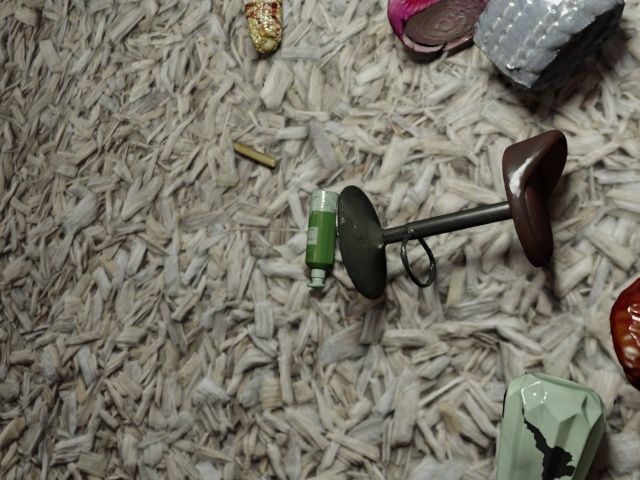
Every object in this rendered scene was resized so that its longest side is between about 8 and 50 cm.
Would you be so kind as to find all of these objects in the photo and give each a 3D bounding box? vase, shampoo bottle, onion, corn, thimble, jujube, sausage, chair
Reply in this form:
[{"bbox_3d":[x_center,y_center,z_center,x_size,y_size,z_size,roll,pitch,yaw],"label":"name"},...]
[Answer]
[{"bbox_3d":[0.347,0.403,1.110,0.165,0.165,0.360,15,91,30],"label":"vase"},{"bbox_3d":[0.000,0.000,1.430,0.065,0.065,0.204,0,80,29],"label":"shampoo bottle"},{"bbox_3d":[0.235,-0.487,1.347,0.207,0.201,0.200,-48,56,49],"label":"onion"},{"bbox_3d":[-0.141,-0.583,1.608,0.098,0.098,0.289,-14,73,26],"label":"corn"},{"bbox_3d":[0.402,-0.387,1.206,0.236,0.205,0.172,-39,70,14],"label":"thimble"},{"bbox_3d":[0.566,0.134,1.019,0.232,0.213,0.213,-22,70,28],"label":"jujube"},{"bbox_3d":[-0.155,-0.200,1.577,0.132,0.024,0.024,26,92,29],"label":"sausage"},{"bbox_3d":[0.250,-0.039,1.210,0.401,0.226,0.226,-15,73,25],"label":"chair"}]
